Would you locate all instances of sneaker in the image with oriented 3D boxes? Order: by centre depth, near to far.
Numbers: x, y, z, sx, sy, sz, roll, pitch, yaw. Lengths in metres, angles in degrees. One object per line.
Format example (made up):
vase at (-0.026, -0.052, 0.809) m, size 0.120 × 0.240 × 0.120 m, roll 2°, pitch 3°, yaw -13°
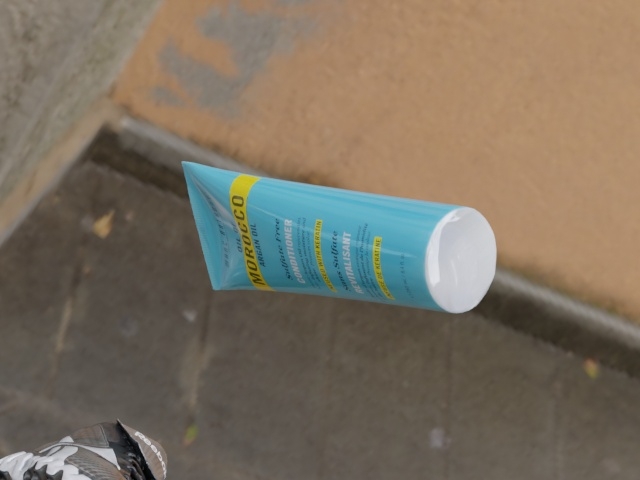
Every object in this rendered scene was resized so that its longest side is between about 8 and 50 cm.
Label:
sneaker at (-0.141, 0.158, 1.000) m, size 0.106 × 0.234 × 0.078 m, roll -25°, pitch 97°, yaw -25°

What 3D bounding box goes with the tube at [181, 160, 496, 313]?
tube at (0.000, 0.000, 0.822) m, size 0.052 × 0.207 × 0.080 m, roll -21°, pitch 109°, yaw -39°
